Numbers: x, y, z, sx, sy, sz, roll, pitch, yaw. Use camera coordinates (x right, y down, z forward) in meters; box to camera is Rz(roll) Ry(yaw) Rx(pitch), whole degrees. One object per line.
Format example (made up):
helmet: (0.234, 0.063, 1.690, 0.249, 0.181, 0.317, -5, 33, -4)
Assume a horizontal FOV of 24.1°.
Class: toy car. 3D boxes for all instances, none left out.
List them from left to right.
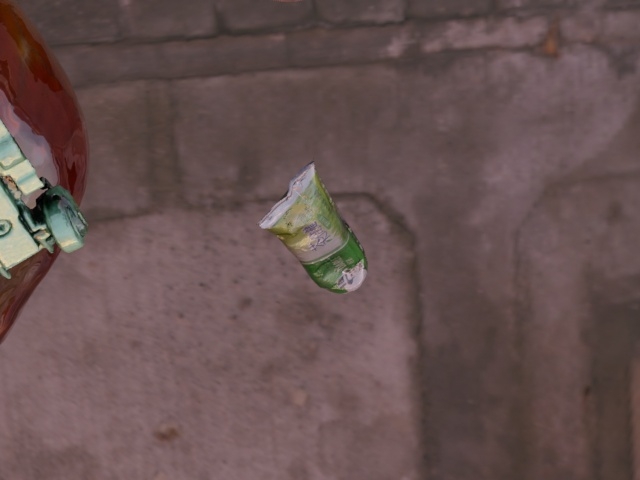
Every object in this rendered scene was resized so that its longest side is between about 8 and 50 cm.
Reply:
toy car: (-0.166, -0.033, 0.690, 0.073, 0.054, 0.143, -31, 141, -3)

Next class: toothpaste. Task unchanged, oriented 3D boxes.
toothpaste: (0.000, 0.000, 1.416, 0.078, 0.047, 0.248, -48, 155, -6)

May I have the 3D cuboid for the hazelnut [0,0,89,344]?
hazelnut: (-0.366, -0.043, 1.144, 0.359, 0.359, 0.409, 27, 119, -23)
